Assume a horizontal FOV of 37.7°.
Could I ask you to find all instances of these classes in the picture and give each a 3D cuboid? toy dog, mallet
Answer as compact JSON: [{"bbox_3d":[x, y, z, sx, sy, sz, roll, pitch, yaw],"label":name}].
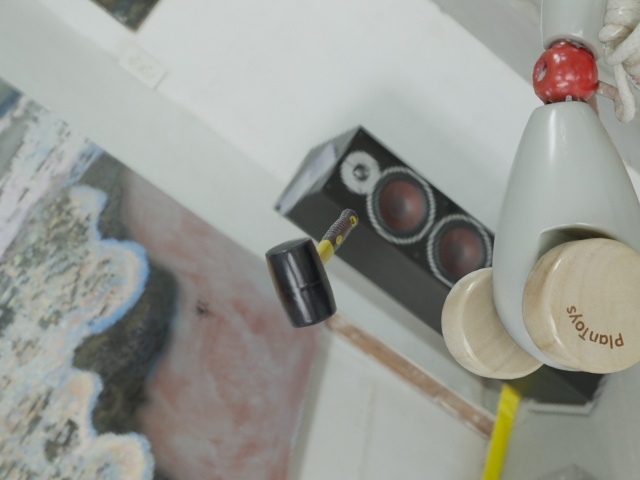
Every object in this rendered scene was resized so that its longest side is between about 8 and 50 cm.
[{"bbox_3d":[0.209,-0.041,0.647,0.220,0.161,0.333,-129,56,-71],"label":"toy dog"},{"bbox_3d":[0.000,0.000,0.736,0.039,0.062,0.189,-16,20,18],"label":"mallet"}]
